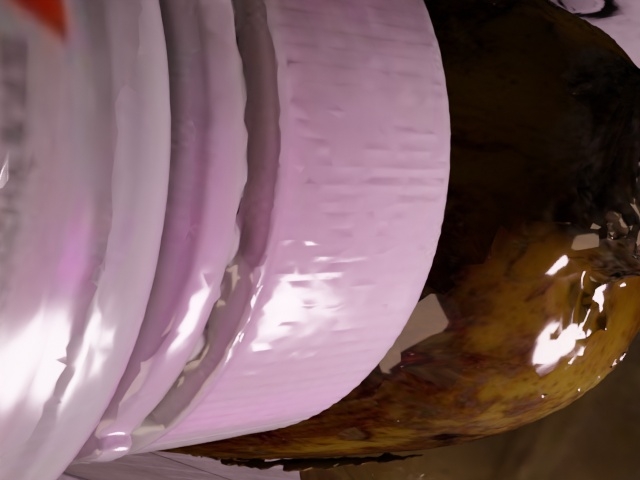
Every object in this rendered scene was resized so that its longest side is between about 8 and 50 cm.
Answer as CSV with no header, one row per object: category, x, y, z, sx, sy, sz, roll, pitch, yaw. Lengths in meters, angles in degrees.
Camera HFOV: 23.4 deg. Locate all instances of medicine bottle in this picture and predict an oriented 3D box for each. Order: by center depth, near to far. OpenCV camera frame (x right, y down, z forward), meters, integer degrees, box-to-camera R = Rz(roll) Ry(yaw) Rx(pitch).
medicine bottle,-0.141,-0.030,0.458,0.324,0.256,0.256,0,176,-44

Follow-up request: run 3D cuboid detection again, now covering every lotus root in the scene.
lotus root,0.000,0.000,0.677,0.179,0.196,0.397,9,166,-41

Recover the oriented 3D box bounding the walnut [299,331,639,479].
walnut,0.129,0.120,0.854,0.282,0.253,0.277,-2,-166,20
